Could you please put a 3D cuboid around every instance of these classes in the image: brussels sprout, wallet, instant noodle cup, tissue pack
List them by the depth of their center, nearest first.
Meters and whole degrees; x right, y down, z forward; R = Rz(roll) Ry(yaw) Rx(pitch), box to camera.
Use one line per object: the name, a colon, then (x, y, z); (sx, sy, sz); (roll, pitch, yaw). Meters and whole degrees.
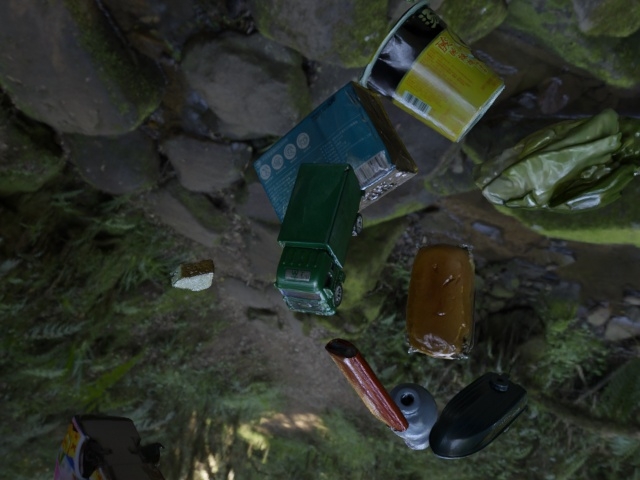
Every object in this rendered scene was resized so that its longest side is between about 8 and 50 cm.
brussels sprout: (0.258, -0.081, 0.624); (0.181, 0.139, 0.101); (-30, 99, 29)
tissue pack: (0.025, -0.139, 1.107); (0.270, 0.192, 0.134); (-32, 164, 30)
instant noodle cup: (0.231, -0.325, 1.174); (0.236, 0.215, 0.215); (42, 157, 7)
wallet: (0.099, 0.301, 1.227); (0.204, 0.045, 0.142); (56, 163, -13)

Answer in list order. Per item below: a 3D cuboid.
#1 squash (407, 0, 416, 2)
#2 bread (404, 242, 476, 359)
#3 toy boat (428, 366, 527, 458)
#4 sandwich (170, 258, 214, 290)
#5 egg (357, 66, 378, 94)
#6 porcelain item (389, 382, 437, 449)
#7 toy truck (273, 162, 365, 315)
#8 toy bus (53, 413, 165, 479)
squash: (0.153, -0.645, 1.370); (0.219, 0.068, 0.077); (46, 158, -1)
bread: (0.257, 0.128, 1.244); (0.136, 0.241, 0.107); (1, 167, 24)
toy boat: (0.264, 0.305, 0.993); (0.093, 0.246, 0.103); (24, 119, 37)
sandwich: (-0.276, 0.081, 1.261); (0.093, 0.036, 0.105); (-11, 157, -16)
egg: (0.158, -0.471, 1.720); (0.110, 0.085, 0.085); (32, 168, 39)
porcelain item: (0.242, 0.467, 1.534); (0.141, 0.141, 0.259); (9, 145, 23)
toy truck: (0.000, 0.000, 0.616); (0.065, 0.147, 0.079); (4, 154, 23)
toy bus: (-0.215, 0.307, 0.644); (0.090, 0.112, 0.274); (22, -174, -40)
